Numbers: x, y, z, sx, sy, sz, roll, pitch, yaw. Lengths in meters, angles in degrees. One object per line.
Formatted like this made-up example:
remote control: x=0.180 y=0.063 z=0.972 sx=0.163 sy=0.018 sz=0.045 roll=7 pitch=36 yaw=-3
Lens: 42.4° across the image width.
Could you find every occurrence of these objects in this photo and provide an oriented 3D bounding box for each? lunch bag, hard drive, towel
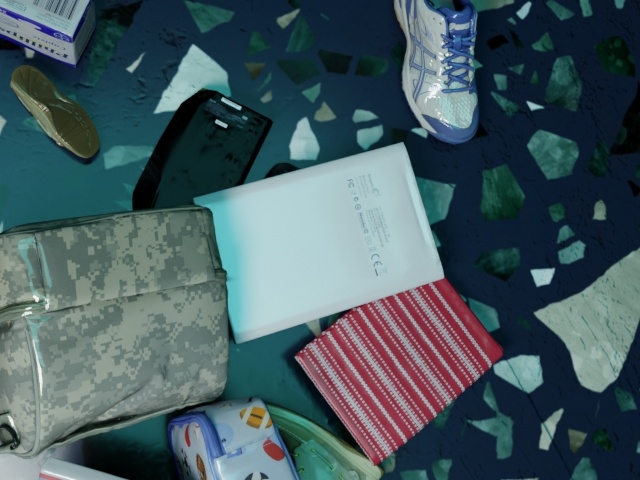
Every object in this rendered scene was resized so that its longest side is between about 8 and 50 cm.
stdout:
lunch bag: x=-0.268 y=0.108 z=1.018 sx=0.305 sy=0.213 sz=0.256 roll=-9 pitch=82 yaw=-42
lunch bag: x=-0.100 y=0.356 z=1.056 sx=0.115 sy=0.243 sz=0.303 roll=-13 pitch=82 yaw=-28
hard drive: x=0.000 y=0.000 z=1.182 sx=0.319 sy=0.040 sz=0.210 roll=-16 pitch=89 yaw=-14
towel: x=0.121 y=0.167 z=1.214 sx=0.275 sy=0.031 sz=0.199 roll=-35 pitch=85 yaw=-22

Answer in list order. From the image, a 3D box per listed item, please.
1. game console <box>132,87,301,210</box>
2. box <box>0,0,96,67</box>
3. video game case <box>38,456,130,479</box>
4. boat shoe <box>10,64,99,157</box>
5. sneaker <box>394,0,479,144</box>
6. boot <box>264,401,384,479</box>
game console: x=-0.076 y=-0.058 z=1.213 sx=0.361 sy=0.044 sz=0.213 roll=27 pitch=80 yaw=-9
box: x=-0.377 y=-0.306 z=1.115 sx=0.126 sy=0.137 sz=0.072 roll=22 pitch=80 yaw=-11
video game case: x=-0.255 y=0.395 z=1.013 sx=0.204 sy=0.025 sz=0.285 roll=17 pitch=122 yaw=-1
boat shoe: x=-0.372 y=-0.176 z=1.155 sx=0.153 sy=0.048 sz=0.056 roll=45 pitch=63 yaw=-12
sneaker: x=0.186 y=-0.296 z=1.260 sx=0.112 sy=0.131 sz=0.296 roll=-15 pitch=89 yaw=-17
boot: x=-0.033 y=0.338 z=1.158 sx=0.213 sy=0.077 sz=0.165 roll=36 pitch=77 yaw=-15
